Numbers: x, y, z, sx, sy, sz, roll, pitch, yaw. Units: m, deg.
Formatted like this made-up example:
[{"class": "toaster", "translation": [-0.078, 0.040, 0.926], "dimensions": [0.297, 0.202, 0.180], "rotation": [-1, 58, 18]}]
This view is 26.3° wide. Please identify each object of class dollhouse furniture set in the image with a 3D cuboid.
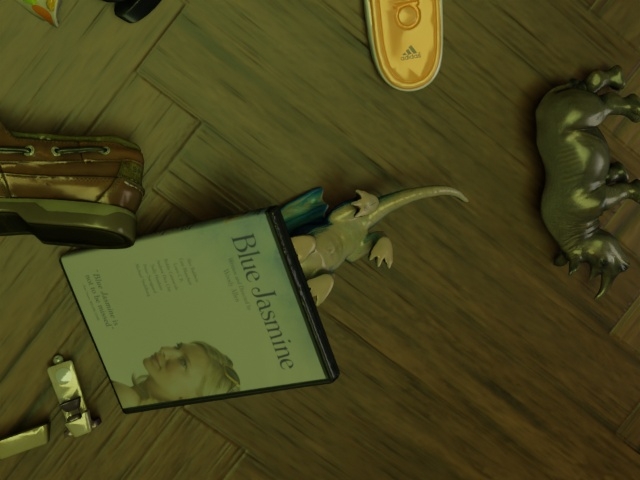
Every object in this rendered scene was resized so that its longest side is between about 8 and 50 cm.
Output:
[{"class": "dollhouse furniture set", "translation": [-0.289, 0.167, 1.369], "dimensions": [0.114, 0.091, 0.081], "rotation": [-19, 90, -3]}]

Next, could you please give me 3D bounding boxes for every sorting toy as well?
[{"class": "sorting toy", "translation": [-0.272, -0.256, 1.300], "dimensions": [0.075, 0.045, 0.083], "rotation": [24, 97, 4]}]

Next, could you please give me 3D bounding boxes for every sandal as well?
[{"class": "sandal", "translation": [0.084, -0.276, 1.341], "dimensions": [0.102, 0.076, 0.265], "rotation": [-13, 104, -8]}]

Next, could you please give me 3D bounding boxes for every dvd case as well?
[{"class": "dvd case", "translation": [-0.120, 0.073, 1.333], "dimensions": [0.253, 0.022, 0.180], "rotation": [-12, 107, 28]}]

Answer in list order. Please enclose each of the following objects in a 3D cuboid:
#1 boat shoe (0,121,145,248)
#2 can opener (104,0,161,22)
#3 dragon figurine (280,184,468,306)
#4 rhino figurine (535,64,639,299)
[{"class": "boat shoe", "translation": [-0.321, -0.063, 1.304], "dimensions": [0.307, 0.111, 0.104], "rotation": [8, 74, -7]}, {"class": "can opener", "translation": [-0.154, -0.299, 1.308], "dimensions": [0.059, 0.073, 0.186], "rotation": [34, 91, 23]}, {"class": "dragon figurine", "translation": [0.000, 0.000, 1.378], "dimensions": [0.289, 0.144, 0.085], "rotation": [-35, 107, -21]}, {"class": "rhino figurine", "translation": [0.278, -0.054, 1.429], "dimensions": [0.106, 0.073, 0.243], "rotation": [-10, 105, -13]}]
